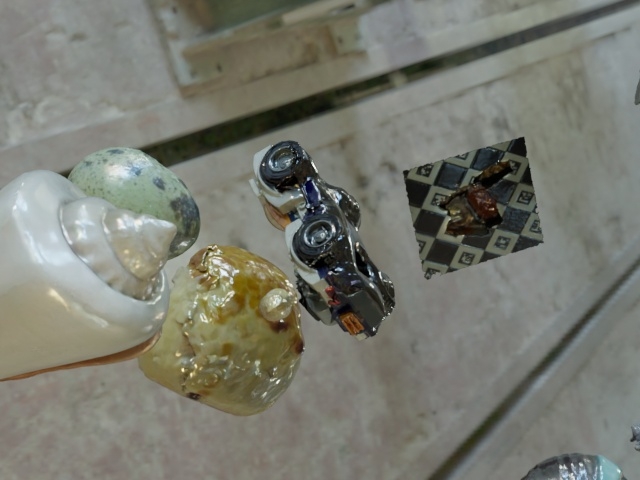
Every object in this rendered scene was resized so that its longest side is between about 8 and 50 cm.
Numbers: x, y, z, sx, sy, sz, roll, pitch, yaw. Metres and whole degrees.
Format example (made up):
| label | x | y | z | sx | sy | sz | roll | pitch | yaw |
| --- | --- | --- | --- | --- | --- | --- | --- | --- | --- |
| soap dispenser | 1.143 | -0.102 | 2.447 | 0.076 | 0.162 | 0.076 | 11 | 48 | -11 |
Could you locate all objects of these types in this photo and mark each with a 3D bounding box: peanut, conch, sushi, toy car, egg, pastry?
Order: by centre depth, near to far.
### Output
| label | x | y | z | sx | sy | sz | roll | pitch | yaw |
| --- | --- | --- | --- | --- | --- | --- | --- | --- | --- |
| conch | -0.135 | 0.035 | 0.583 | 0.094 | 0.176 | 0.104 | 50 | 16 | 3 |
| sushi | 0.141 | -0.035 | 1.203 | 0.026 | 0.120 | 0.126 | -107 | -179 | -57 |
| peanut | -0.050 | 0.074 | 1.441 | 0.083 | 0.037 | 0.037 | -64 | 136 | -83 |
| egg | -0.233 | -0.040 | 1.584 | 0.141 | 0.182 | 0.141 | -56 | 163 | -28 |
| toy car | -0.001 | 0.002 | 1.717 | 0.193 | 0.118 | 0.301 | 52 | 12 | -48 |
| pastry | -0.116 | 0.144 | 1.867 | 0.256 | 0.170 | 0.236 | 29 | 90 | -38 |

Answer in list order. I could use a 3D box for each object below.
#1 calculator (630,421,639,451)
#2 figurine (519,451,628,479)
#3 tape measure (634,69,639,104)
| label | x | y | z | sx | sy | sz | roll | pitch | yaw |
| --- | --- | --- | --- | --- | --- | --- | --- | --- | --- |
| calculator | 0.398 | 0.123 | 1.078 | 0.274 | 0.166 | 0.028 | -11 | 77 | -35 |
| figurine | 0.200 | 0.278 | 0.951 | 0.110 | 0.138 | 0.245 | 5 | 55 | -25 |
| tape measure | 0.373 | -0.118 | 1.015 | 0.175 | 0.200 | 0.106 | 164 | -59 | -86 |
